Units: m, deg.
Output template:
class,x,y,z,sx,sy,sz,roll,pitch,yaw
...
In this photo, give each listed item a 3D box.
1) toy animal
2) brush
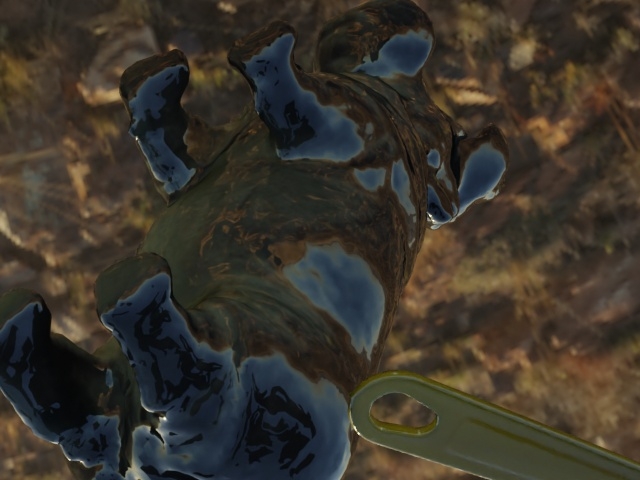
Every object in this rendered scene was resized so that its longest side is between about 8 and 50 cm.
class,x,y,z,sx,sy,sz,roll,pitch,yaw
toy animal,-0.005,-0.017,0.572,0.106,0.343,0.168,-12,113,32
brush,0.102,0.084,0.435,0.205,0.011,0.083,22,122,-13
